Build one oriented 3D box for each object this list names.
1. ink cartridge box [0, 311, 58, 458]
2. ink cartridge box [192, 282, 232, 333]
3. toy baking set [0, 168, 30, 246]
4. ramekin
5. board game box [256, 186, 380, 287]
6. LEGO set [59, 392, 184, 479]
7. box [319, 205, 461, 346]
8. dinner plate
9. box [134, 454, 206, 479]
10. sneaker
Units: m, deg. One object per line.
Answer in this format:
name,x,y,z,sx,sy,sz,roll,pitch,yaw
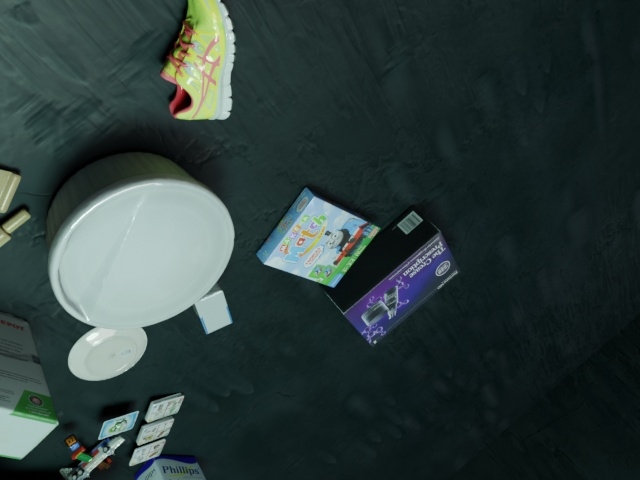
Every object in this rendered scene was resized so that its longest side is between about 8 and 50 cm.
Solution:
ink cartridge box,-0.481,0.191,0.965,0.087,0.208,0.153,-44,140,8
ink cartridge box,-0.203,0.083,1.157,0.052,0.122,0.088,-24,137,-14
toy baking set,-0.516,-0.024,0.882,0.256,0.030,0.197,-44,135,-7
ramekin,-0.276,-0.008,1.010,0.273,0.127,0.273,-22,138,-22
board game box,0.000,0.000,1.308,0.211,0.039,0.160,22,110,-47
LEGO set,-0.405,0.389,1.346,0.244,0.060,0.182,-8,131,-49
box,0.155,0.081,1.460,0.261,0.103,0.184,-41,143,-1
dinner plate,-0.375,0.202,1.209,0.141,0.017,0.141,-23,138,-23
box,-0.312,0.540,1.471,0.126,0.137,0.072,24,108,-48
sneaker,-0.170,-0.246,0.916,0.094,0.081,0.208,-17,135,-24
